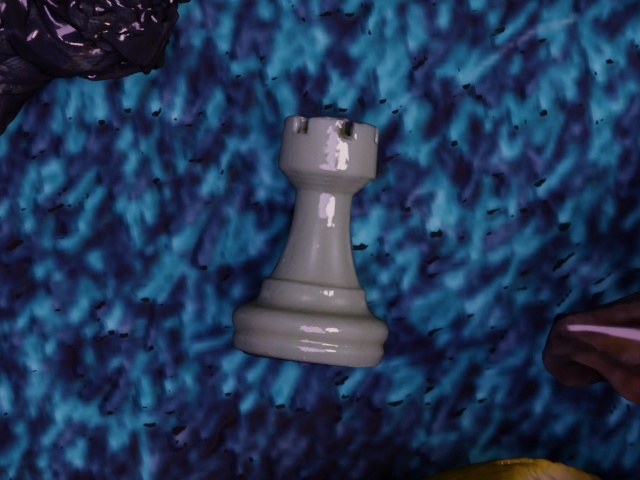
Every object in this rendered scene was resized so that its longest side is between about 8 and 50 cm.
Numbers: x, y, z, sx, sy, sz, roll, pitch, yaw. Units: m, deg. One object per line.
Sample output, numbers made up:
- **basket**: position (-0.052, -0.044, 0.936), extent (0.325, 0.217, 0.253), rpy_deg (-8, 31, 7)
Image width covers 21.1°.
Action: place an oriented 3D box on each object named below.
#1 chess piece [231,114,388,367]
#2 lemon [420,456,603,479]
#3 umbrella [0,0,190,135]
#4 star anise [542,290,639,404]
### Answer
- **chess piece**: position (0.000, 0.000, 0.732), extent (0.067, 0.067, 0.103), rpy_deg (7, 90, -2)
- **lemon**: position (0.075, 0.224, 0.683), extent (0.240, 0.240, 0.219), rpy_deg (38, 107, -6)
- **umbrella**: position (-0.069, -0.115, 0.710), extent (0.224, 0.071, 0.080), rpy_deg (-30, 126, -2)
- **star anise**: position (0.198, 0.052, 0.695), extent (0.212, 0.129, 0.282), rpy_deg (53, 52, -18)
